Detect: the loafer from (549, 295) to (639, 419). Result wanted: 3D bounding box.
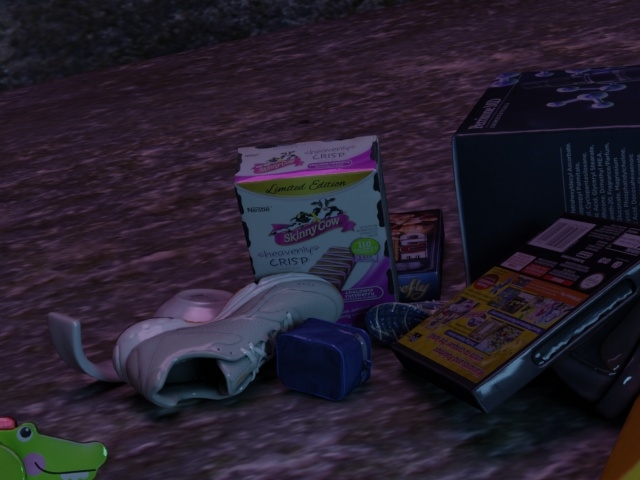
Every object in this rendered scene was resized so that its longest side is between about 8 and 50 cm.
[{"bbox_3d":[0.312,0.052,1.575,0.095,0.109,0.302,32,44,5],"label":"loafer"}]

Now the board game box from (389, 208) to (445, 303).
[{"bbox_3d":[0.072,0.023,1.969,0.165,0.042,0.243,-5,18,7],"label":"board game box"}]

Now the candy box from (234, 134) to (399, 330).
[{"bbox_3d":[0.000,0.000,1.755,0.159,0.233,0.071,-6,38,7],"label":"candy box"}]

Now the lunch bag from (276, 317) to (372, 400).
[{"bbox_3d":[0.009,0.123,1.648,0.098,0.067,0.065,14,26,29],"label":"lunch bag"}]

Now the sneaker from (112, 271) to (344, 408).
[{"bbox_3d":[-0.084,0.121,1.685,0.262,0.099,0.121,-20,30,-17],"label":"sneaker"}]

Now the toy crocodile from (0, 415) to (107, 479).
[{"bbox_3d":[-0.366,0.204,1.435,0.341,0.105,0.115,-4,-5,-4],"label":"toy crocodile"}]

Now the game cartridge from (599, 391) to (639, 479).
[{"bbox_3d":[0.366,0.092,1.346,0.053,0.285,0.323,40,32,3],"label":"game cartridge"}]

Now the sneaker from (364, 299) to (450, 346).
[{"bbox_3d":[0.118,0.091,1.751,0.135,0.052,0.058,2,9,6],"label":"sneaker"}]

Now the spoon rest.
[{"bbox_3d":[-0.184,0.109,1.788,0.276,0.084,0.137,-6,14,-41],"label":"spoon rest"}]

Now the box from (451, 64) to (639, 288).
[{"bbox_3d":[0.387,-0.080,1.887,0.396,0.212,0.293,-2,20,18],"label":"box"}]

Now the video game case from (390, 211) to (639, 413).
[{"bbox_3d":[0.211,0.064,1.565,0.248,0.035,0.275,-37,12,-8],"label":"video game case"}]
